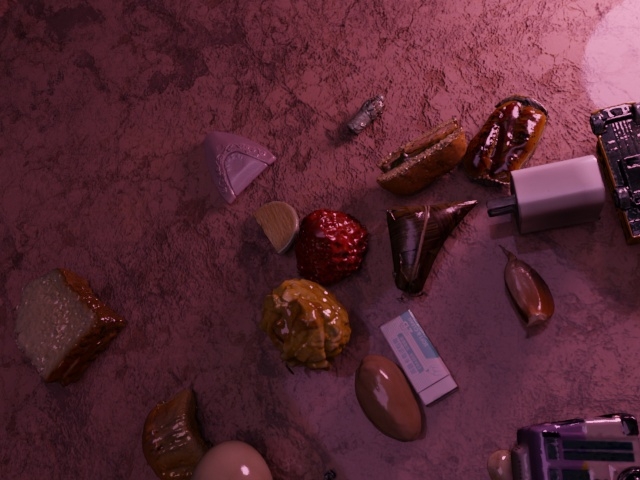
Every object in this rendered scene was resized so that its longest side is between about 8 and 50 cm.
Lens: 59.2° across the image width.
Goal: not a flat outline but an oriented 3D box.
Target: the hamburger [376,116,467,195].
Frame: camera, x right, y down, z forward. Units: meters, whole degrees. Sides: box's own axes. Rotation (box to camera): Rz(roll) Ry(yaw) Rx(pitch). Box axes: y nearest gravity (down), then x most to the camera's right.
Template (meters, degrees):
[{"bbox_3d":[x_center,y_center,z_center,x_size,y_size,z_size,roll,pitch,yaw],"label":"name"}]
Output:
[{"bbox_3d":[0.277,-0.206,1.515,0.261,0.131,0.124,-28,31,14],"label":"hamburger"}]

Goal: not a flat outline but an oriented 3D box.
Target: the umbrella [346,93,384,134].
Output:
[{"bbox_3d":[0.137,-0.372,1.660,0.143,0.062,0.067,-50,34,-1],"label":"umbrella"}]

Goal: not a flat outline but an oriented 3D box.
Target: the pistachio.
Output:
[{"bbox_3d":[0.161,0.384,1.367,0.135,0.136,0.226,-34,71,6],"label":"pistachio"}]

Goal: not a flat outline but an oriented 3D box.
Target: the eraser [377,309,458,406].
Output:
[{"bbox_3d":[0.242,0.290,1.404,0.095,0.052,0.225,-32,64,4],"label":"eraser"}]

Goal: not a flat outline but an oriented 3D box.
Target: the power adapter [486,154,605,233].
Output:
[{"bbox_3d":[0.531,-0.101,1.360,0.255,0.187,0.124,-10,69,16],"label":"power adapter"}]

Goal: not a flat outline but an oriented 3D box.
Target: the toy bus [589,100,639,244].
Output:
[{"bbox_3d":[0.742,-0.162,1.342,0.121,0.123,0.336,-14,68,16],"label":"toy bus"}]

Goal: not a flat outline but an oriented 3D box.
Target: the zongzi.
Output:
[{"bbox_3d":[0.299,0.020,1.450,0.240,0.111,0.248,-7,76,10],"label":"zongzi"}]

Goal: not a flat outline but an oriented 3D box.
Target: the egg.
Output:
[{"bbox_3d":[-0.218,0.625,1.361,0.218,0.219,0.270,6,75,21],"label":"egg"}]

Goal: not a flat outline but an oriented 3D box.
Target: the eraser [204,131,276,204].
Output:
[{"bbox_3d":[-0.287,-0.259,1.762,0.204,0.059,0.243,-45,69,0],"label":"eraser"}]

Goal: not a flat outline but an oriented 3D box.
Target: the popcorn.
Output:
[{"bbox_3d":[-0.043,0.220,1.438,0.225,0.249,0.249,-49,63,18],"label":"popcorn"}]

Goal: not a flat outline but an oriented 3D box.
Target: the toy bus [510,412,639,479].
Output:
[{"bbox_3d":[0.521,0.571,1.114,0.249,0.209,0.441,-2,71,8],"label":"toy bus"}]

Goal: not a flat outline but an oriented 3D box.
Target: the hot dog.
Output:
[{"bbox_3d":[0.488,-0.262,1.487,0.162,0.082,0.271,29,83,23],"label":"hot dog"}]

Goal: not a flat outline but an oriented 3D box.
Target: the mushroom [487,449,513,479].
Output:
[{"bbox_3d":[0.411,0.514,1.263,0.067,0.083,0.084,-50,54,47],"label":"mushroom"}]

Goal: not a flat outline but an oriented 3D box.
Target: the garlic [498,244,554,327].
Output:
[{"bbox_3d":[0.484,0.106,1.339,0.090,0.128,0.198,-25,68,27],"label":"garlic"}]

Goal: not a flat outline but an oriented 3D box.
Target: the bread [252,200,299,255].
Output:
[{"bbox_3d":[-0.115,-0.051,1.638,0.112,0.036,0.193,-41,53,5],"label":"bread"}]

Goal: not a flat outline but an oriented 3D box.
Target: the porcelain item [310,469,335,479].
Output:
[{"bbox_3d":[-0.012,0.632,1.395,0.136,0.021,0.075,-31,65,7],"label":"porcelain item"}]

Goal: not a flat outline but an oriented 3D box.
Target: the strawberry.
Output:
[{"bbox_3d":[0.000,0.000,1.520,0.233,0.178,0.234,-10,64,20],"label":"strawberry"}]

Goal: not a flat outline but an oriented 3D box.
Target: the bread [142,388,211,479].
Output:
[{"bbox_3d":[-0.395,0.530,1.500,0.174,0.133,0.252,-25,66,8],"label":"bread"}]

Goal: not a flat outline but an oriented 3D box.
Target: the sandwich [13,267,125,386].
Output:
[{"bbox_3d":[-0.795,0.248,1.735,0.325,0.131,0.262,39,89,23],"label":"sandwich"}]
